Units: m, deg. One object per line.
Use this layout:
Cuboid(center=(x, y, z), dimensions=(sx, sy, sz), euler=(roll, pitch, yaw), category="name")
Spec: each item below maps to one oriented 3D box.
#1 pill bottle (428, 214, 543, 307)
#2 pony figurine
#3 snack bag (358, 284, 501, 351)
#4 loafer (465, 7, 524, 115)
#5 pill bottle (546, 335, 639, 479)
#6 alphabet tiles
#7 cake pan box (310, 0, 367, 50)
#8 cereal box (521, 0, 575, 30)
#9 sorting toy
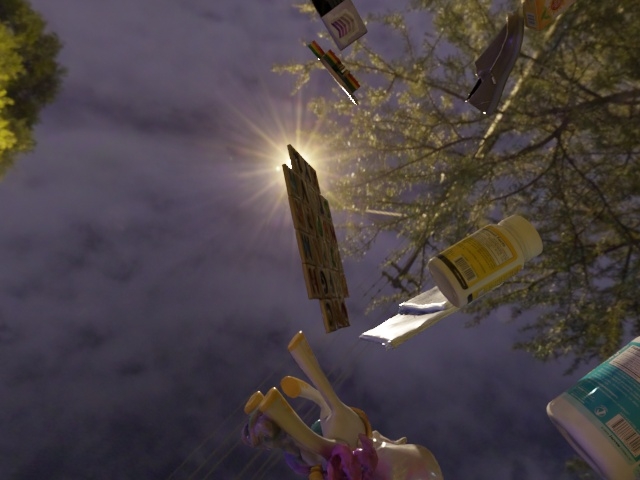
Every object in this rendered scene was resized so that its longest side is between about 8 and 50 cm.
Cuboid(center=(0.344, 0.040, 0.880), dimensions=(0.208, 0.119, 0.119), euler=(-30, -117, -4), category="pill bottle")
Cuboid(center=(0.039, 0.372, 0.716), dimensions=(0.363, 0.303, 0.351), euler=(42, -161, -3), category="pony figurine")
Cuboid(center=(0.269, 0.182, 1.107), dimensions=(0.342, 0.323, 0.037), euler=(-27, -95, -12), category="snack bag")
Cuboid(center=(0.420, -0.427, 1.022), dimensions=(0.087, 0.251, 0.094), euler=(16, -135, 11), category="loafer")
Cuboid(center=(0.516, 0.252, 0.669), dimensions=(0.264, 0.146, 0.146), euler=(-38, -115, 2), category="pill bottle")
Cuboid(center=(0.000, 0.000, 0.806), dimensions=(0.011, 0.285, 0.343), euler=(-15, -101, 13), category="alphabet tiles")
Cuboid(center=(-0.008, -0.507, 0.796), dimensions=(0.070, 0.246, 0.267), euler=(-30, -151, 18), category="cake pan box")
Cuboid(center=(0.511, -0.577, 0.845), dimensions=(0.240, 0.173, 0.047), euler=(-40, -134, 5), category="cereal box")
Cuboid(center=(0.064, -0.480, 1.225), dimensions=(0.046, 0.274, 0.132), euler=(-40, -106, 15), category="sorting toy")
